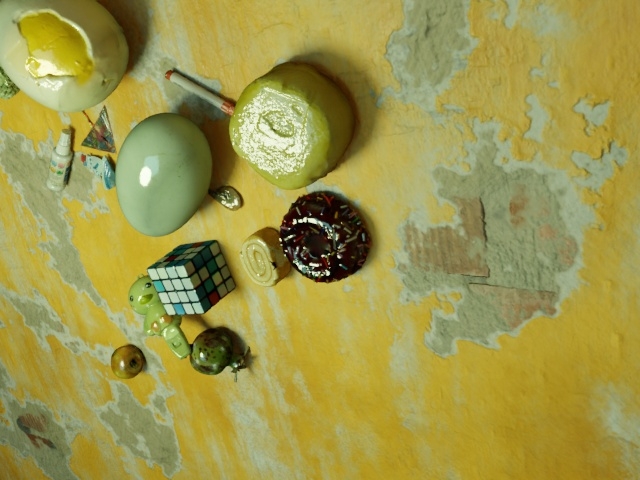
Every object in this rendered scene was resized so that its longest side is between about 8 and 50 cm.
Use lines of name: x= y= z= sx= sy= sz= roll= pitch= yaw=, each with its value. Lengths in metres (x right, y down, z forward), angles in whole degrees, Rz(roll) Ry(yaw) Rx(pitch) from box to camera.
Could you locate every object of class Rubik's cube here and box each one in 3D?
Rubik's cube: x=-0.356 y=0.104 z=1.794 sx=0.154 sy=0.151 sz=0.155 roll=-8 pitch=111 yaw=34

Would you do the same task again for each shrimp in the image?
shrimp: x=-0.248 y=-0.118 z=1.679 sx=0.108 sy=0.023 sz=0.059 roll=34 pitch=120 yaw=12

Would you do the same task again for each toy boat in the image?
toy boat: x=-0.637 y=-0.215 z=1.875 sx=0.149 sy=0.034 sz=0.105 roll=50 pitch=135 yaw=15

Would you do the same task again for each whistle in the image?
whistle: x=-0.473 y=0.210 z=1.898 sx=0.294 sy=0.141 sz=0.141 roll=54 pitch=138 yaw=33

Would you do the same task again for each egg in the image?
egg: x=-0.625 y=-0.467 z=1.549 sx=0.345 sy=0.283 sz=0.283 roll=39 pitch=131 yaw=15
egg: x=-0.393 y=-0.154 z=1.615 sx=0.230 sy=0.230 sz=0.371 roll=37 pitch=137 yaw=9

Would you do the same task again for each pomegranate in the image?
pomegranate: x=-0.304 y=0.338 z=1.908 sx=0.169 sy=0.148 sz=0.148 roll=26 pitch=128 yaw=10

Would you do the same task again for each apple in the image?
apple: x=-0.664 y=0.415 z=2.208 sx=0.102 sy=0.099 sz=0.114 roll=-3 pitch=118 yaw=37

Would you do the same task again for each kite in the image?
kite: x=-0.628 y=-0.304 z=1.823 sx=0.159 sy=0.010 sz=0.190 roll=49 pitch=130 yaw=-1

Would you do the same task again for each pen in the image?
pen: x=-0.274 y=-0.348 z=1.556 sx=0.239 sy=0.028 sz=0.028 roll=31 pitch=129 yaw=15

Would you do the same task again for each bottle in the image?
bottle: x=-0.768 y=-0.239 z=1.917 sx=0.060 sy=0.060 sz=0.217 roll=39 pitch=132 yaw=8

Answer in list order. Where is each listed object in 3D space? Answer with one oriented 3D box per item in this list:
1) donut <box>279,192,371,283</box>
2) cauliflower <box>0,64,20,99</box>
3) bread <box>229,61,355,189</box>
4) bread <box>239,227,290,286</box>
donut: x=0.000 y=0.000 z=1.543 sx=0.235 sy=0.089 sz=0.235 roll=16 pitch=123 yaw=27
cauliflower: x=-0.936 y=-0.505 z=1.735 sx=0.256 sy=0.315 sz=0.239 roll=96 pitch=156 yaw=-43
bread: x=-0.062 y=-0.242 z=1.404 sx=0.270 sy=0.148 sz=0.270 roll=13 pitch=123 yaw=21
bread: x=-0.148 y=0.048 z=1.676 sx=0.122 sy=0.073 sz=0.149 roll=-6 pitch=113 yaw=37
